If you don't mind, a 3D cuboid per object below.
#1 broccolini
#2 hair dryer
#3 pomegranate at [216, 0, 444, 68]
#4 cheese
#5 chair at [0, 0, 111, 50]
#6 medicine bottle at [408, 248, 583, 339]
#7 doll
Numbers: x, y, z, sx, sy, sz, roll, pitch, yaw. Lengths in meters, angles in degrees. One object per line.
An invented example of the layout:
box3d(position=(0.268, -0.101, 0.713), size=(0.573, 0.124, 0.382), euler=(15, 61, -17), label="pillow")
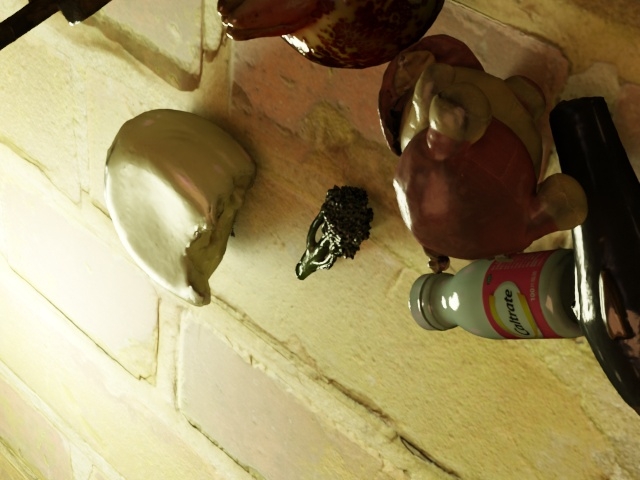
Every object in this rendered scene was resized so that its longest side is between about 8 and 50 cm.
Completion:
box3d(position=(0.016, -0.005, 1.255), size=(0.091, 0.068, 0.202), euler=(65, 159, 12), label="broccolini")
box3d(position=(0.369, -0.008, 0.846), size=(0.360, 0.120, 0.303), euler=(-14, 89, 40), label="hair dryer")
box3d(position=(0.001, -0.250, 0.936), size=(0.214, 0.248, 0.214), euler=(29, 139, 29), label="pomegranate")
box3d(position=(-0.188, -0.047, 1.375), size=(0.233, 0.127, 0.266), euler=(42, 140, 20), label="cheese")
box3d(position=(-0.152, -0.373, 0.906), size=(0.203, 0.416, 0.240), euler=(-4, 118, 50), label="chair")
box3d(position=(0.190, 0.061, 1.060), size=(0.217, 0.090, 0.090), euler=(-9, 107, 53), label="medicine bottle")
box3d(position=(0.138, -0.086, 0.915), size=(0.152, 0.256, 0.196), euler=(-14, 110, 6), label="doll")
